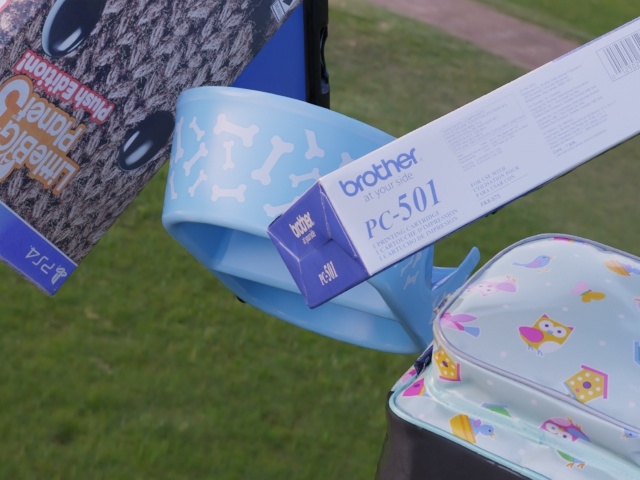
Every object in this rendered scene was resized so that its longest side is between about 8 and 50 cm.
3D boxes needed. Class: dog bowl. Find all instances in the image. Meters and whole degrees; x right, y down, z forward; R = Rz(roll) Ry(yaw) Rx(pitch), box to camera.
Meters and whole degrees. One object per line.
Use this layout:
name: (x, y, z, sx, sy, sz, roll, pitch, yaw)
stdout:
dog bowl: (0.000, 0.000, 0.839, 0.166, 0.074, 0.297, 15, -14, 17)

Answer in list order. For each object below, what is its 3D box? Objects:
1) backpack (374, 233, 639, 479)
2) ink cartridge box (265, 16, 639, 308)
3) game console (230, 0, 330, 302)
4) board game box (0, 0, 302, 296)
backpack: (0.130, 0.081, 0.700, 0.166, 0.144, 0.188, 20, 29, 19)
ink cartridge box: (0.084, -0.042, 0.599, 0.207, 0.097, 0.046, -27, 87, -18)
game console: (-0.083, -0.143, 1.171, 0.173, 0.293, 0.250, -30, 51, -27)
board game box: (-0.162, -0.145, 0.850, 0.141, 0.291, 0.232, 37, -7, 20)
